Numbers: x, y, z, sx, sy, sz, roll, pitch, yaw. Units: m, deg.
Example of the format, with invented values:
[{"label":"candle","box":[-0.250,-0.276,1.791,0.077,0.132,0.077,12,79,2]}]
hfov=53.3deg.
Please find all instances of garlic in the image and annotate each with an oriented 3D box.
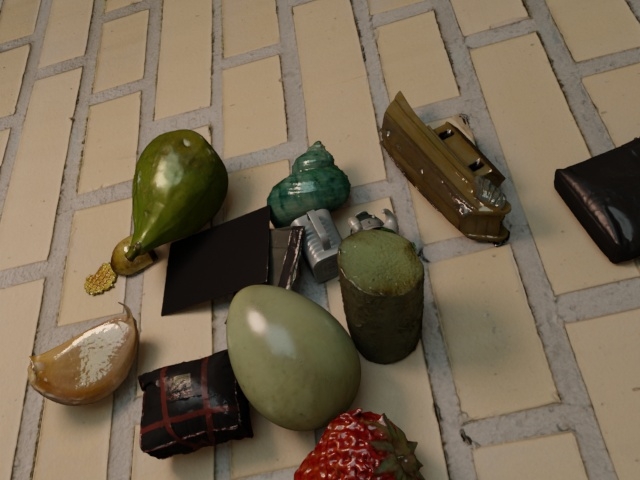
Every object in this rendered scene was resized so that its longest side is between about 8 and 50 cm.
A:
[{"label":"garlic","box":[-0.479,0.247,1.336,0.245,0.164,0.145,-35,37,-13]}]

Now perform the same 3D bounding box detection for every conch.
[{"label":"conch","box":[-0.028,-0.123,1.454,0.196,0.134,0.202,14,64,23]}]

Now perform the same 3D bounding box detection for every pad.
[{"label":"pad","box":[-0.237,0.046,1.434,0.300,0.005,0.202,-20,52,26]},{"label":"pad","box":[-0.118,0.080,1.358,0.174,0.022,0.232,-3,68,41]}]

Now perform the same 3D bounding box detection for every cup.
[{"label":"cup","box":[0.000,0.000,1.368,0.095,0.128,0.129,-22,56,-10]}]

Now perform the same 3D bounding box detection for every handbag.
[{"label":"handbag","box":[0.620,-0.091,1.267,0.223,0.080,0.246,-23,54,1]},{"label":"handbag","box":[-0.237,0.316,1.217,0.215,0.155,0.169,-16,61,3]}]

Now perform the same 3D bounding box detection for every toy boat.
[{"label":"toy boat","box":[0.274,-0.180,1.403,0.162,0.136,0.445,-29,53,-8]}]

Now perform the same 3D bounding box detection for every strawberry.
[{"label":"strawberry","box":[0.041,0.409,1.068,0.244,0.205,0.205,-32,52,20]}]

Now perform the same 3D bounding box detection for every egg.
[{"label":"egg","box":[-0.058,0.209,1.171,0.218,0.218,0.295,-40,89,-11]}]

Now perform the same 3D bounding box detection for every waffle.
[{"label":"waffle","box":[-0.532,0.095,1.540,0.085,0.016,0.078,-32,54,-4]}]

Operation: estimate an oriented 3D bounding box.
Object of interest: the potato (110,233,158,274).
[{"label":"potato","box":[-0.458,0.032,1.521,0.103,0.066,0.096,-38,51,-18]}]

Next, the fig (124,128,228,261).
[{"label":"fig","box":[-0.368,-0.108,1.491,0.314,0.233,0.233,-39,55,-15]}]

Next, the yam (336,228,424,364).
[{"label":"yam","box":[0.116,0.107,1.192,0.161,0.268,0.161,-4,50,4]}]

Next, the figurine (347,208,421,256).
[{"label":"figurine","box":[0.117,0.006,1.335,0.126,0.147,0.192,-36,33,15]}]
